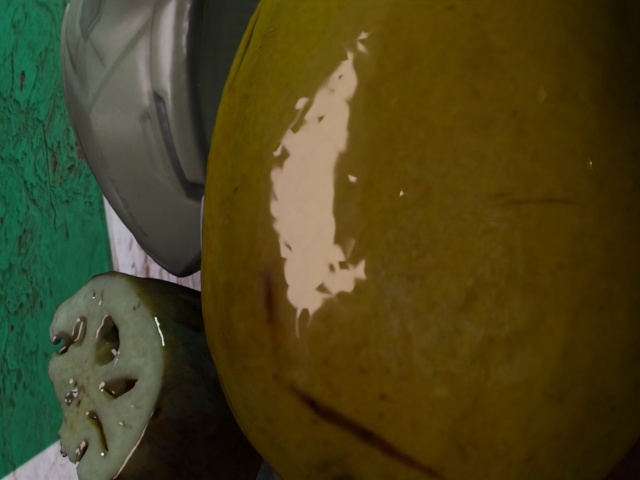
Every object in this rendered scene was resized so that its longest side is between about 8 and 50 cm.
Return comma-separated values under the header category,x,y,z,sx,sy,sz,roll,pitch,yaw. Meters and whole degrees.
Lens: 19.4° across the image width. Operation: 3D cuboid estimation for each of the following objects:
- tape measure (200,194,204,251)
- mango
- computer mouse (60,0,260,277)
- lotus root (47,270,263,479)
category,x,y,z,sx,sy,sz,roll,pitch,yaw
tape measure,0.000,0.000,1.329,0.197,0.120,0.236,-55,51,37
mango,0.081,-0.039,1.113,0.301,0.220,0.445,12,96,14
computer mouse,-0.120,-0.187,1.502,0.228,0.145,0.428,-4,81,55
lotus root,-0.122,0.113,1.450,0.138,0.119,0.235,-46,39,22
